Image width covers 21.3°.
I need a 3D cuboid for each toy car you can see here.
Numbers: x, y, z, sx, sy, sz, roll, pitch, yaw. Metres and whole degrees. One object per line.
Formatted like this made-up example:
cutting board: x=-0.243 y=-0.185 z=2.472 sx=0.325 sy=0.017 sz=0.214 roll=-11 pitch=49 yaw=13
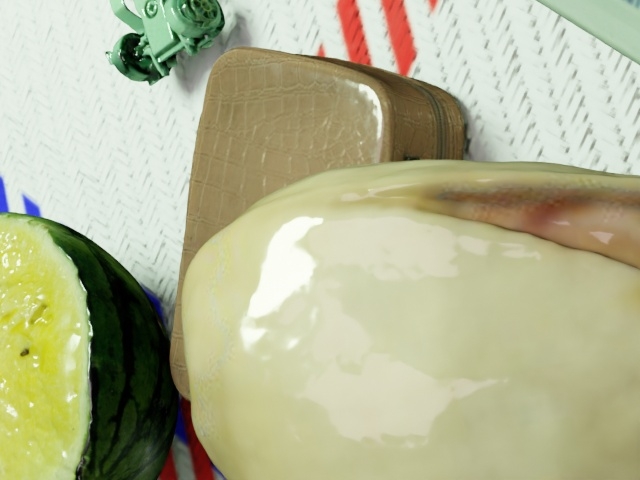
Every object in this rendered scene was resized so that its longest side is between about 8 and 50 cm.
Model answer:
toy car: x=-0.100 y=-0.165 z=0.981 sx=0.073 sy=0.054 sz=0.143 roll=-31 pitch=73 yaw=37

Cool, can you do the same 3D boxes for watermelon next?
watermelon: x=-0.154 y=0.093 z=0.968 sx=0.232 sy=0.127 sz=0.204 roll=27 pitch=101 yaw=41

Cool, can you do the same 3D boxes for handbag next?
handbag: x=0.000 y=0.000 z=0.878 sx=0.151 sy=0.072 sz=0.193 roll=10 pitch=93 yaw=41

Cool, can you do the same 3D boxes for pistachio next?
pistachio: x=0.084 y=0.049 z=0.711 sx=0.299 sy=0.187 sz=0.187 roll=2 pitch=90 yaw=19

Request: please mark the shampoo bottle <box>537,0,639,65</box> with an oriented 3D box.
shampoo bottle: x=0.097 y=-0.196 z=0.796 sx=0.359 sy=0.078 sz=0.134 roll=40 pitch=110 yaw=35
